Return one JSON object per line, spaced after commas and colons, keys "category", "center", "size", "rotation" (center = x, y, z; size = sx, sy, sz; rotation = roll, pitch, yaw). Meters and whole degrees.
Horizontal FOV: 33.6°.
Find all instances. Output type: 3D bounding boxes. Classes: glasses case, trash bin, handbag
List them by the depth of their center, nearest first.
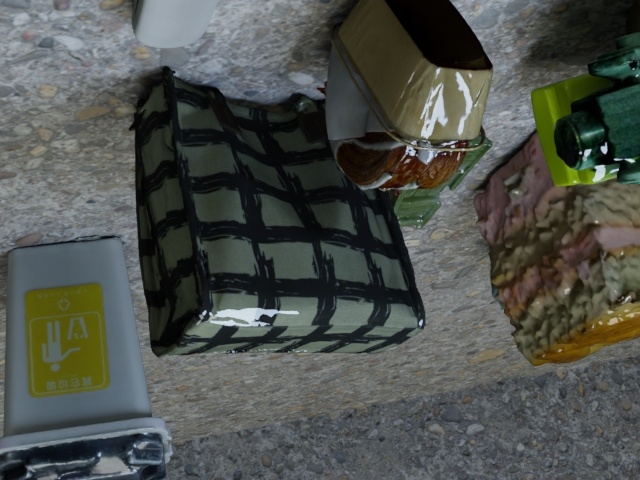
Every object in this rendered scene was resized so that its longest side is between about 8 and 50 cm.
{"category": "glasses case", "center": [-0.136, -0.249, 1.023], "size": [0.076, 0.049, 0.197], "rotation": [-5, 158, -20]}
{"category": "handbag", "center": [-0.060, -0.026, 1.256], "size": [0.325, 0.327, 0.162], "rotation": [5, 154, -37]}
{"category": "trash bin", "center": [-0.368, 0.207, 1.620], "size": [0.255, 0.368, 0.296], "rotation": [-7, 157, -8]}

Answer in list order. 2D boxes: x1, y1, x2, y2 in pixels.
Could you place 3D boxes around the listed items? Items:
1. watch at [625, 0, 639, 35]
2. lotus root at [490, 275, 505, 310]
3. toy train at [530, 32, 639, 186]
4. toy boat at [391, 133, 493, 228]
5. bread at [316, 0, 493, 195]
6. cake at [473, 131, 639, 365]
{"category": "watch", "center": [0.456, -0.305, 1.178], "size": [0.164, 0.102, 0.268], "rotation": [-11, 167, -7]}
{"category": "lotus root", "center": [0.459, 0.033, 1.940], "size": [0.322, 0.158, 0.140], "rotation": [-31, 153, 25]}
{"category": "toy train", "center": [0.463, -0.179, 1.278], "size": [0.442, 0.179, 0.272], "rotation": [-17, -176, -9]}
{"category": "toy boat", "center": [0.173, -0.098, 1.579], "size": [0.093, 0.055, 0.293], "rotation": [-4, 158, -19]}
{"category": "bread", "center": [0.092, -0.156, 1.149], "size": [0.142, 0.224, 0.212], "rotation": [-4, 136, -25]}
{"category": "cake", "center": [0.433, 0.000, 1.635], "size": [0.293, 0.307, 0.314], "rotation": [-5, 158, -28]}
